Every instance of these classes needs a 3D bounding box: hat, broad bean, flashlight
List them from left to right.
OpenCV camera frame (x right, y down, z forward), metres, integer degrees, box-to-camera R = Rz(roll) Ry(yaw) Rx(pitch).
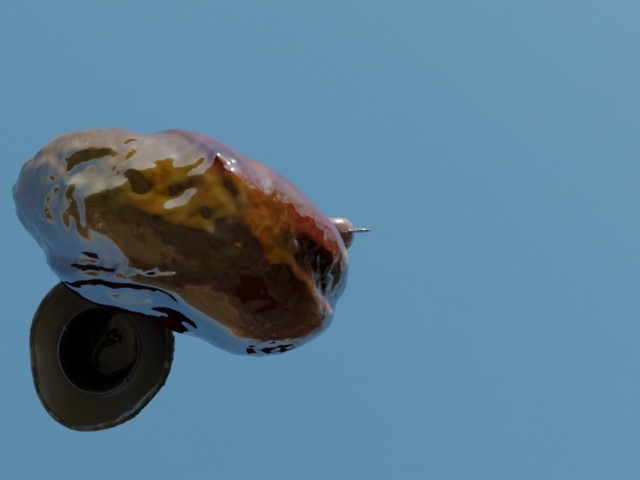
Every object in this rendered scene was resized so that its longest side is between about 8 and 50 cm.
[{"bbox_3d":[-0.158,0.080,1.141,0.121,0.050,0.121,0,-88,13],"label":"hat"},{"bbox_3d":[-0.093,-0.002,1.039,0.229,0.156,0.122,21,-112,16],"label":"broad bean"},{"bbox_3d":[0.000,0.000,1.290,0.052,0.110,0.031,-1,-94,-21],"label":"flashlight"}]
